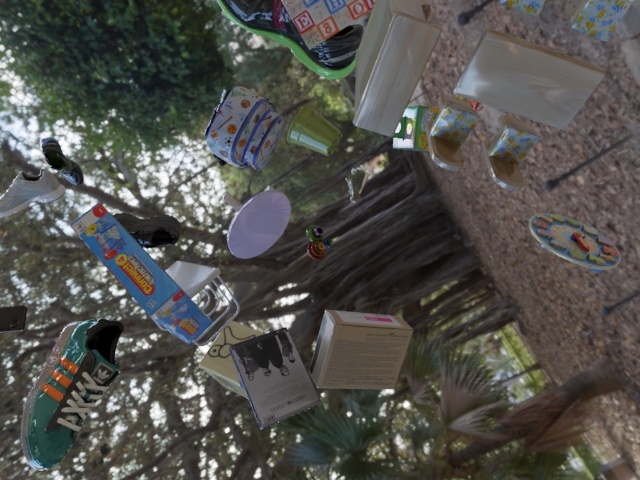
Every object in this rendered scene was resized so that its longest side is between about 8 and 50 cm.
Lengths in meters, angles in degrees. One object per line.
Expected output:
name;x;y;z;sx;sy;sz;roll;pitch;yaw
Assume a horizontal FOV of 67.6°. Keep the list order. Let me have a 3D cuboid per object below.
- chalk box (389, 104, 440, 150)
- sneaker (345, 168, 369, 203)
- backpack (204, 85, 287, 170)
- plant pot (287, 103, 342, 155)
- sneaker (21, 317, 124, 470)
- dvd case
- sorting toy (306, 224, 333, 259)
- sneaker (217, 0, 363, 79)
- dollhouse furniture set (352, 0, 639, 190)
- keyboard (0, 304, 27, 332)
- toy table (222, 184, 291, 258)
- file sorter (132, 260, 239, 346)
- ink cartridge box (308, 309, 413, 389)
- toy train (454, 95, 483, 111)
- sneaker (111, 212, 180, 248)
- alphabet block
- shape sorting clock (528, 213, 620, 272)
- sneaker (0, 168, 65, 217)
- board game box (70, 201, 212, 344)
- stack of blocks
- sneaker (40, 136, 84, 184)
chalk box;0.427;-0.470;2.031;0.179;0.289;0.180;-155;67;-65
sneaker;0.143;-0.239;2.059;0.086;0.064;0.192;26;-128;-1
backpack;-0.238;-0.346;1.499;0.213;0.276;0.263;24;-174;10
plant pot;-0.006;-0.197;0.887;0.079;0.083;0.083;33;-174;11
sneaker;-0.471;0.280;0.933;0.108;0.121;0.302;61;-160;-46
dvd case;-0.128;0.372;1.319;0.238;0.179;0.029;62;148;24
sorting toy;0.000;0.000;1.197;0.061;0.042;0.101;19;-125;-28
sneaker;-0.085;-0.659;1.352;0.483;0.202;0.185;28;-131;-8
dollhouse furniture set;0.269;-0.270;0.786;0.394;0.362;0.256;15;-137;-8
keyboard;-0.898;0.233;1.290;0.023;0.180;0.108;103;158;-50
toy table;-0.233;-0.077;1.726;0.252;0.274;0.161;49;180;-29
file sorter;-0.415;0.198;1.506;0.278;0.193;0.173;4;131;49
ink cartridge box;0.106;0.295;1.281;0.235;0.193;0.088;9;-165;-22
toy train;0.439;-0.399;1.409;0.046;0.166;0.125;43;148;27
sneaker;-0.617;-0.025;1.617;0.130;0.287;0.109;-126;35;-53
alphabet block;-0.251;0.413;1.622;0.197;0.192;0.193;14;146;35
shape sorting clock;0.580;-0.004;1.092;0.206;0.040;0.206;13;-144;-9
sneaker;-1.035;-0.174;1.646;0.099;0.263;0.121;52;161;47
board game box;-0.427;0.093;1.179;0.302;0.086;0.308;42;164;18
stack of blocks;0.052;-0.613;1.124;0.171;0.297;0.087;54;-168;-36
sneaker;-0.808;-0.233;1.486;0.188;0.067;0.078;76;179;-55
